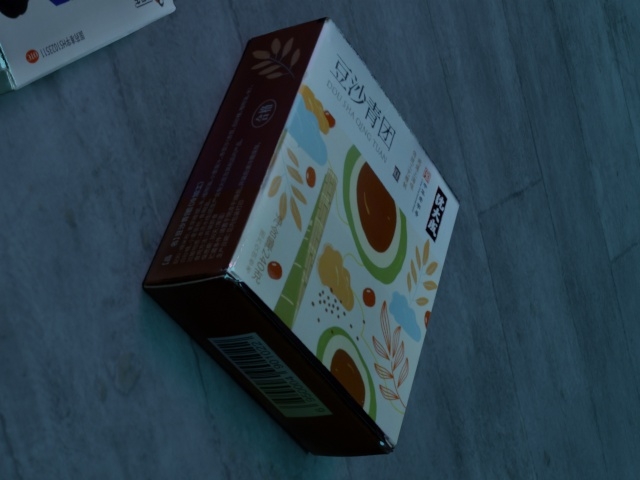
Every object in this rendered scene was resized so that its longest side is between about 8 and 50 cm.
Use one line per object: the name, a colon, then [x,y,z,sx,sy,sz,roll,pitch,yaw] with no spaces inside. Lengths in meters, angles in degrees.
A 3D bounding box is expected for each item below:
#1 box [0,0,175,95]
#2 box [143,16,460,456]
box: [-0.254,-0.271,1.134,0.353,0.069,0.214,-50,124,-63]
box: [0.000,0.000,1.464,0.344,0.122,0.385,50,44,-37]
